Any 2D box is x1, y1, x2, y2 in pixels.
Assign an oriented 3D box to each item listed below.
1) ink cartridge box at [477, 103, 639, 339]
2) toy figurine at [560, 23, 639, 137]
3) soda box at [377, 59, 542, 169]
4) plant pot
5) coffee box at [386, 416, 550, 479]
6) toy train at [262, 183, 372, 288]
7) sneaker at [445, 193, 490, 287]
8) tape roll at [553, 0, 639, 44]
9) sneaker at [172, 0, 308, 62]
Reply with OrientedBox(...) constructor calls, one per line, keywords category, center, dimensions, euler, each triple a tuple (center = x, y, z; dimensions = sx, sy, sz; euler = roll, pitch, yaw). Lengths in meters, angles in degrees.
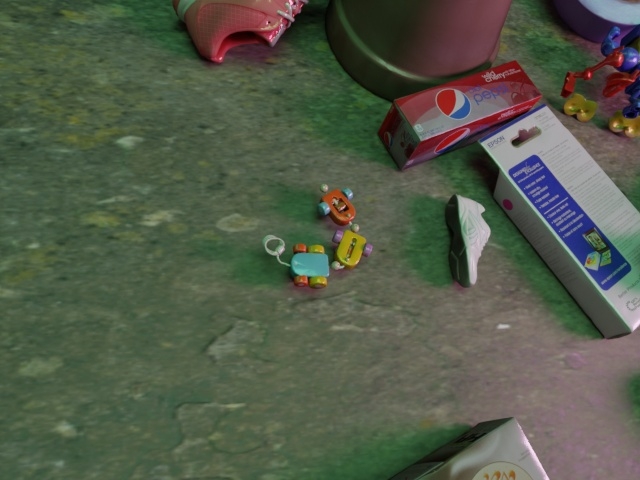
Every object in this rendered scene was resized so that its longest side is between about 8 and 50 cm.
OrientedBox(category="ink cartridge box", center=(0.417, -0.042, 0.839), dimensions=(0.175, 0.069, 0.371), euler=(-30, 79, -23))
OrientedBox(category="toy figurine", center=(0.640, -0.315, 0.914), dimensions=(0.362, 0.191, 0.217), euler=(19, 72, 1))
OrientedBox(category="soda box", center=(0.232, -0.211, 0.850), dimensions=(0.263, 0.092, 0.084), euler=(-23, 73, -22))
OrientedBox(category="plant pot", center=(0.191, -0.431, 0.833), dimensions=(0.322, 0.280, 0.324), euler=(5, 67, -11))
OrientedBox(category="coffee box", center=(0.146, 0.329, 0.592), dimensions=(0.246, 0.098, 0.141), euler=(-20, 73, -21))
OrientedBox(category="toy train", center=(0.000, 0.000, 0.731), dimensions=(0.166, 0.046, 0.125), euler=(-37, 79, -28))
OrientedBox(category="sneaker", center=(0.232, 0.000, 0.782), dimensions=(0.061, 0.054, 0.152), euler=(10, 65, -13))
OrientedBox(category="tape roll", center=(0.618, -0.545, 1.026), dimensions=(0.274, 0.090, 0.275), euler=(-1, 85, 8))
OrientedBox(category="sneaker", center=(-0.071, -0.383, 0.820), dimensions=(0.313, 0.116, 0.136), euler=(-22, 86, 6))
